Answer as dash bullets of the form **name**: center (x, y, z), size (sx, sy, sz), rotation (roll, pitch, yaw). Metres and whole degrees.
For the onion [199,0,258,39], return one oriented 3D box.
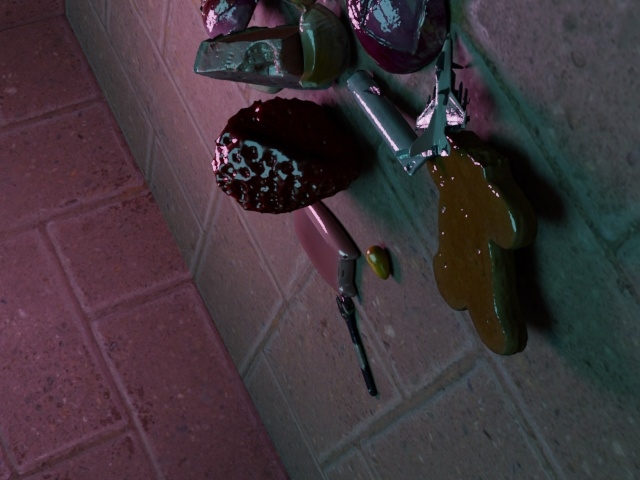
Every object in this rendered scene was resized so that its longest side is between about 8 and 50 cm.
- **onion**: center (-0.210, -0.618, 2.104), size (0.283, 0.120, 0.227), rotation (-44, 40, 45)

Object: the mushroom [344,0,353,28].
- **mushroom**: center (0.067, -0.489, 1.797), size (0.049, 0.019, 0.101), rotation (20, 126, 60)

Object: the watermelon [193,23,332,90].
- **watermelon**: center (-0.126, -0.426, 1.955), size (0.226, 0.318, 0.148), rotation (-109, 23, -83)

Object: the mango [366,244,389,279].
- **mango**: center (0.141, 0.054, 2.089), size (0.089, 0.046, 0.060), rotation (66, 158, -7)

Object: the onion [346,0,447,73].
- **onion**: center (0.123, -0.433, 1.606), size (0.247, 0.111, 0.250), rotation (-11, 98, 69)

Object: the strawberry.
- **strawberry**: center (-0.058, -0.182, 2.042), size (0.345, 0.317, 0.295), rotation (26, 104, 37)

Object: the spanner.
- **spanner**: center (0.101, 0.294, 2.435), size (0.087, 0.024, 0.316), rotation (13, 123, 65)

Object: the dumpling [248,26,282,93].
- **dumpling**: center (-0.138, -0.447, 2.150), size (0.162, 0.132, 0.250), rotation (31, 157, -8)

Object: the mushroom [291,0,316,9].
- **mushroom**: center (-0.098, -0.668, 1.926), size (0.123, 0.095, 0.351), rotation (-46, 67, 45)

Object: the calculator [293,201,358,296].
- **calculator**: center (0.000, 0.000, 2.361), size (0.330, 0.048, 0.220), rotation (52, 154, 39)

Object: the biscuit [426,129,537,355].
- **biscuit**: center (0.302, -0.001, 1.605), size (0.368, 0.076, 0.394), rotation (-128, 27, -60)

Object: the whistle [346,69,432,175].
- **whistle**: center (0.136, -0.240, 1.745), size (0.312, 0.062, 0.062), rotation (-118, 21, -43)

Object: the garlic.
- **garlic**: center (-0.005, -0.434, 1.866), size (0.090, 0.128, 0.198), rotation (-143, 38, -63)

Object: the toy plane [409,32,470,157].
- **toy plane**: center (0.223, -0.245, 1.542), size (0.160, 0.082, 0.234), rotation (9, 80, 64)
